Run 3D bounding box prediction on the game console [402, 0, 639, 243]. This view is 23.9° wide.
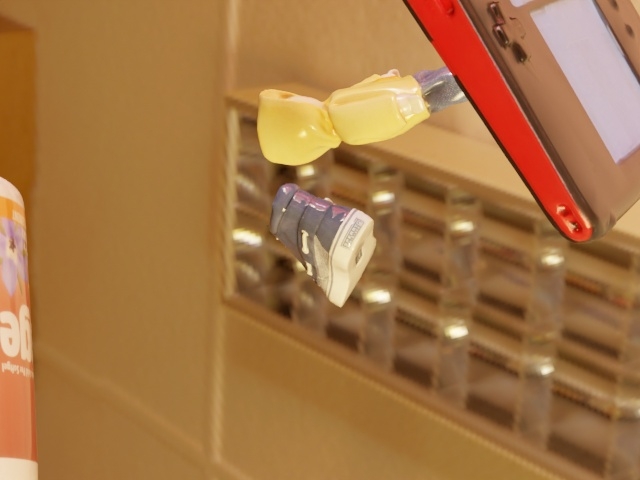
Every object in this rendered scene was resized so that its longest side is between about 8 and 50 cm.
[{"bbox_3d":[0.170,-0.188,1.178,0.060,0.386,0.342,-35,-92,29],"label":"game console"}]

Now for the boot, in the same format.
[{"bbox_3d":[0.000,0.000,1.392,0.086,0.069,0.190,28,-17,9],"label":"boot"}]

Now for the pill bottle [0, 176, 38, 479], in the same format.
[{"bbox_3d":[-0.203,0.079,0.752,0.121,0.121,0.216,-22,-111,52],"label":"pill bottle"}]

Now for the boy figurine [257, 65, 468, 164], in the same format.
[{"bbox_3d":[0.067,-0.159,1.672,0.177,0.285,0.092,-89,163,-73],"label":"boy figurine"}]
